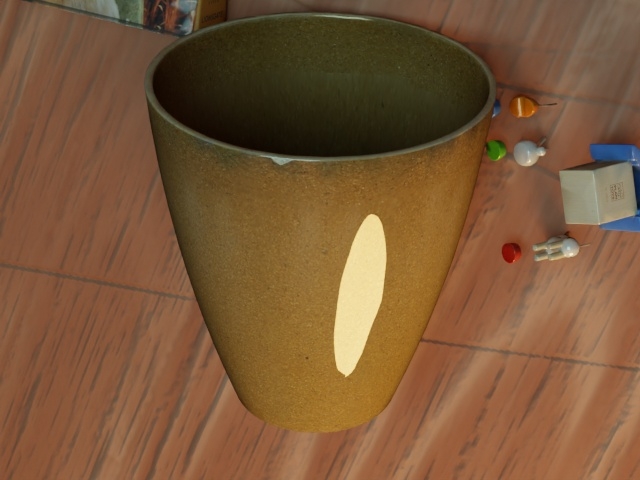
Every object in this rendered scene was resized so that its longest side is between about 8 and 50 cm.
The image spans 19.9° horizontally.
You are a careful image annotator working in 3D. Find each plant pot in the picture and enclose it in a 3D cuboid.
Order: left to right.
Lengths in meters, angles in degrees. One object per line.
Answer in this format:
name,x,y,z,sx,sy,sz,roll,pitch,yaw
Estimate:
plant pot,0.000,0.000,1.285,0.237,0.237,0.254,10,121,17

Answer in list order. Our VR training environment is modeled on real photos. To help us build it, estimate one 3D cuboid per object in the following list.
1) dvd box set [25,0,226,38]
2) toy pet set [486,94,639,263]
dvd box set,-0.187,-0.382,1.321,0.307,0.062,0.420,16,109,14
toy pet set,0.182,-0.047,1.294,0.114,0.065,0.122,4,105,54
